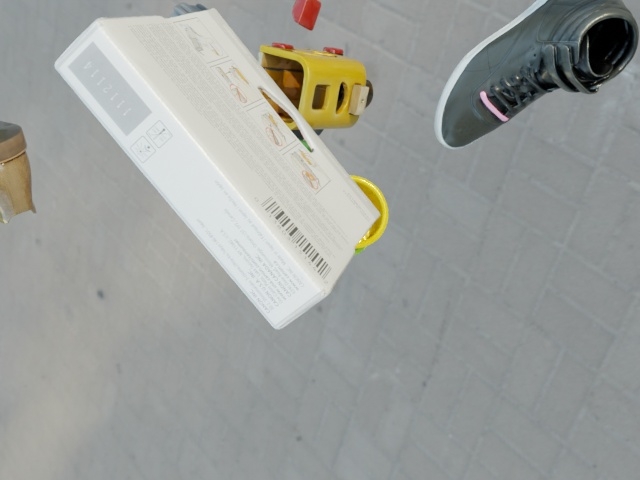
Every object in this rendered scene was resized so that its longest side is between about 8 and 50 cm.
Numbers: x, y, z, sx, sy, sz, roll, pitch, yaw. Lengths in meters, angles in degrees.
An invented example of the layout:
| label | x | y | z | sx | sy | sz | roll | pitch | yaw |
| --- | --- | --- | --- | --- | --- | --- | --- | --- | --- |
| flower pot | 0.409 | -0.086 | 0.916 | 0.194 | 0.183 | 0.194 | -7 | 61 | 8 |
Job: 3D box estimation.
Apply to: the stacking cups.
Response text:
| label | x | y | z | sx | sy | sz | roll | pitch | yaw |
| --- | --- | --- | --- | --- | --- | --- | --- | --- | --- |
| stacking cups | 0.000 | 0.000 | 1.215 | 0.316 | 0.096 | 0.096 | 137 | 119 | -70 |

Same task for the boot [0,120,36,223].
| label | x | y | z | sx | sy | sz | roll | pitch | yaw |
| --- | --- | --- | --- | --- | --- | --- | --- | --- | --- |
| boot | -0.451 | -0.100 | 1.122 | 0.305 | 0.112 | 0.115 | 25 | 135 | 48 |

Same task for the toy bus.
| label | x | y | z | sx | sy | sz | roll | pitch | yaw |
| --- | --- | --- | --- | --- | --- | --- | --- | --- | --- |
| toy bus | 0.009 | -0.185 | 1.083 | 0.104 | 0.202 | 0.191 | 23 | 156 | 36 |

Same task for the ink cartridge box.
| label | x | y | z | sx | sy | sz | roll | pitch | yaw |
| --- | --- | --- | --- | --- | --- | --- | --- | --- | --- |
| ink cartridge box | -0.078 | -0.086 | 0.842 | 0.066 | 0.261 | 0.296 | -38 | 94 | 21 |

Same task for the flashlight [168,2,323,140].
| label | x | y | z | sx | sy | sz | roll | pitch | yaw |
| --- | --- | --- | --- | --- | --- | --- | --- | --- | --- |
| flashlight | -0.126 | -0.262 | 1.354 | 0.304 | 0.103 | 0.103 | 41 | 149 | 30 |

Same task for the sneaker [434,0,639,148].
| label | x | y | z | sx | sy | sz | roll | pitch | yaw |
| --- | --- | --- | --- | --- | --- | --- | --- | --- | --- |
| sneaker | 0.271 | -0.210 | 1.107 | 0.296 | 0.104 | 0.147 | -43 | 29 | 15 |
